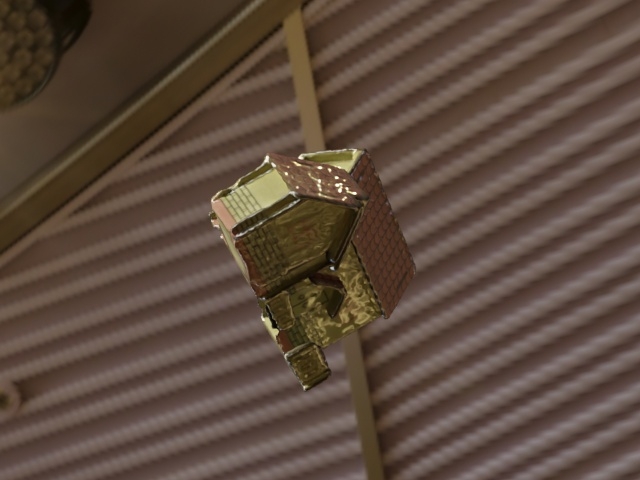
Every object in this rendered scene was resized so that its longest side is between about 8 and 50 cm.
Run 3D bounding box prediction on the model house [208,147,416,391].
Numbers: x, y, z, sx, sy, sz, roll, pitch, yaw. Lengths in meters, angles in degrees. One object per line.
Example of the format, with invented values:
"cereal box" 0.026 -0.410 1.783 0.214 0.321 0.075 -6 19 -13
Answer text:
"model house" 0.000 0.000 0.578 0.058 0.057 0.083 -28 -52 -5
